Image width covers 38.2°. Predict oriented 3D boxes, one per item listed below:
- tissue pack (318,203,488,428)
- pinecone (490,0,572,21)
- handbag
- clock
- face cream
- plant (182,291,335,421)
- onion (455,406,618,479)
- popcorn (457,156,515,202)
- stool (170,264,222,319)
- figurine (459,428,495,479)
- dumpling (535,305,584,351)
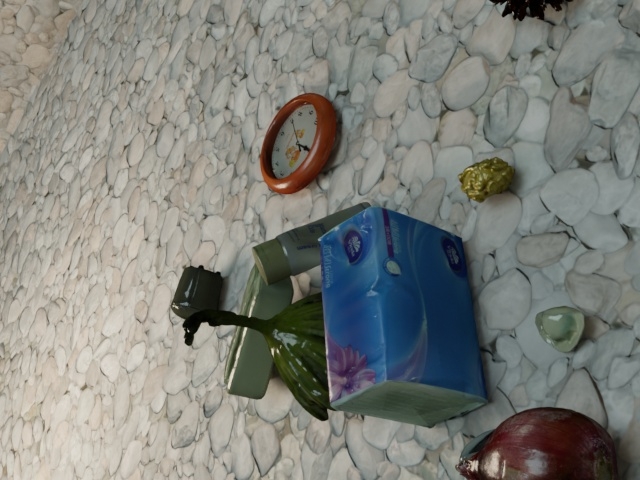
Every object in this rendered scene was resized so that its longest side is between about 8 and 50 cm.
[{"bbox_3d":[0.114,0.110,1.314,0.146,0.198,0.264,-34,49,41],"label":"tissue pack"},{"bbox_3d":[0.312,-0.383,1.342,0.120,0.140,0.140,19,90,29],"label":"pinecone"},{"bbox_3d":[-0.117,0.140,1.667,0.219,0.079,0.256,-109,34,-68],"label":"handbag"},{"bbox_3d":[-0.043,-0.186,1.776,0.205,0.051,0.205,-27,54,43],"label":"clock"},{"bbox_3d":[0.000,0.000,1.539,0.224,0.070,0.114,-23,42,-10],"label":"face cream"},{"bbox_3d":[-0.052,0.123,1.438,0.180,0.333,0.251,-47,27,7],"label":"plant"},{"bbox_3d":[0.250,0.271,1.092,0.194,0.159,0.160,-4,71,39],"label":"onion"},{"bbox_3d":[0.244,-0.091,1.343,0.082,0.083,0.057,132,117,-79],"label":"popcorn"},{"bbox_3d":[-0.249,0.109,1.881,0.096,0.096,0.110,-5,66,52],"label":"stool"},{"bbox_3d":[0.225,0.301,1.204,0.086,0.082,0.095,33,113,36],"label":"figurine"},{"bbox_3d":[0.311,0.115,1.192,0.077,0.043,0.060,-9,84,34],"label":"dumpling"}]
